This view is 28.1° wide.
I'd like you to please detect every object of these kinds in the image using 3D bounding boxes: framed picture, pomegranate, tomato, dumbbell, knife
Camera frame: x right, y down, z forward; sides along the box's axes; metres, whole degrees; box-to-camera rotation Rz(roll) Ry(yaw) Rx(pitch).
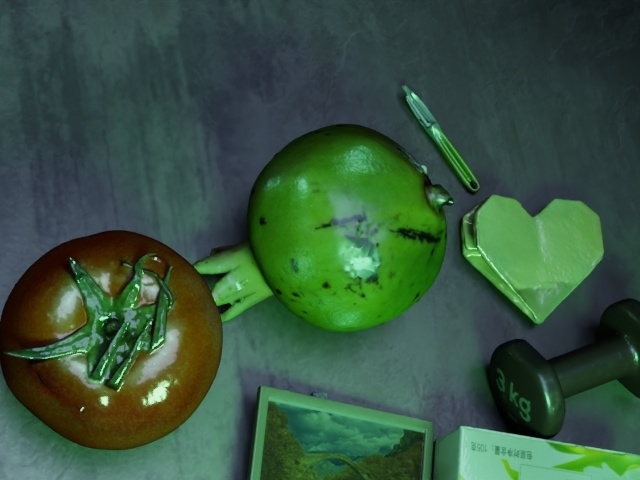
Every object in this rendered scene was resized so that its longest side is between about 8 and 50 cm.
[{"bbox_3d":[0.027,0.291,1.593,0.250,0.016,0.184,16,66,-21],"label":"framed picture"},{"bbox_3d":[0.000,0.000,1.605,0.341,0.260,0.260,-28,79,7],"label":"pomegranate"},{"bbox_3d":[-0.242,0.115,1.487,0.256,0.224,0.255,4,74,-13],"label":"tomato"},{"bbox_3d":[0.345,0.170,1.683,0.225,0.124,0.140,-17,38,-22],"label":"dumbbell"},{"bbox_3d":[0.170,-0.143,1.812,0.022,0.026,0.184,-36,84,16],"label":"knife"}]

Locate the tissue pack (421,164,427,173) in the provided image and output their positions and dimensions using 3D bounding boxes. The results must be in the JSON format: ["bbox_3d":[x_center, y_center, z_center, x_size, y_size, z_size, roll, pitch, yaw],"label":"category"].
[{"bbox_3d":[0.116,-0.062,1.755,0.062,0.042,0.083,3,70,-13],"label":"tissue pack"}]

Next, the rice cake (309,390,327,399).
[{"bbox_3d":[0.001,0.250,1.619,0.022,0.021,0.121,1,68,-11],"label":"rice cake"}]

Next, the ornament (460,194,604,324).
[{"bbox_3d":[0.298,0.028,1.768,0.201,0.059,0.180,3,73,-17],"label":"ornament"}]

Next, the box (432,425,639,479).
[{"bbox_3d":[0.272,0.354,1.611,0.260,0.111,0.194,11,68,-14],"label":"box"}]
